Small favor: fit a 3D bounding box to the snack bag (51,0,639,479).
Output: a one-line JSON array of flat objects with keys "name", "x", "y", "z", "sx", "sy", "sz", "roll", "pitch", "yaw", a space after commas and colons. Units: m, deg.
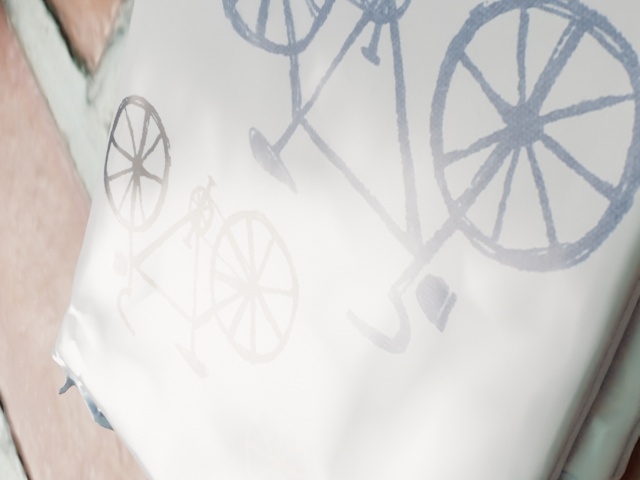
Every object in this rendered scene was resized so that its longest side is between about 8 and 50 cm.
[{"name": "snack bag", "x": 0.000, "y": 0.000, "z": 0.506, "sx": 0.323, "sy": 0.037, "sz": 0.342, "roll": 43, "pitch": 125, "yaw": 43}]
